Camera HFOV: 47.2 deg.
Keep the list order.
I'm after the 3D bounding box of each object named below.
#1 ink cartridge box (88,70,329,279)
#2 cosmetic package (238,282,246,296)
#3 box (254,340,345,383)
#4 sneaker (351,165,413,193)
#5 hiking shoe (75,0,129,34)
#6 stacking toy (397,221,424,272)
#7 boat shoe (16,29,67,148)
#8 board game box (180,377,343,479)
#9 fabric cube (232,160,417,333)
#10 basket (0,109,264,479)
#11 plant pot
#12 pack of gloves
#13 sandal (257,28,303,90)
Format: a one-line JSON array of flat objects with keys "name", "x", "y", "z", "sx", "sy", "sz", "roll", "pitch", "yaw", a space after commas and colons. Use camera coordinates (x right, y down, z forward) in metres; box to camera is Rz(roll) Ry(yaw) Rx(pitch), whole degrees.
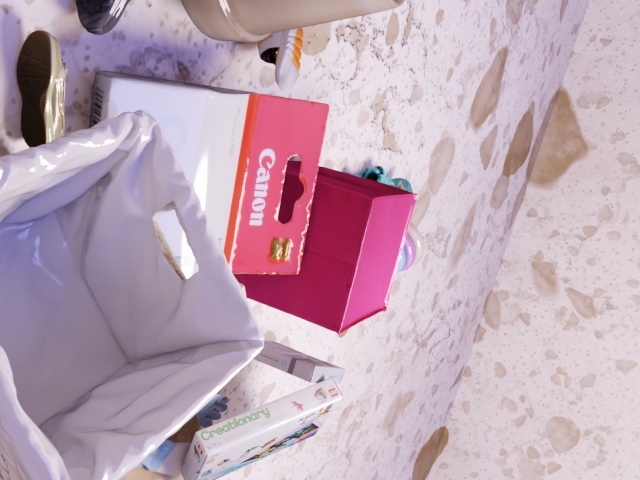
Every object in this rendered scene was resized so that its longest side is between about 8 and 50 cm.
[{"name": "ink cartridge box", "x": -0.159, "y": -0.074, "z": 1.112, "sx": 0.385, "sy": 0.091, "sz": 0.308, "roll": 2, "pitch": 108, "yaw": -30}, {"name": "cosmetic package", "x": -0.229, "y": 0.153, "z": 1.225, "sx": 0.184, "sy": 0.151, "sz": 0.151, "roll": -47, "pitch": 148, "yaw": -35}, {"name": "box", "x": -0.060, "y": 0.255, "z": 1.549, "sx": 0.145, "sy": 0.186, "sz": 0.038, "roll": 23, "pitch": 85, "yaw": -62}, {"name": "sneaker", "x": 0.145, "y": -0.125, "z": 1.761, "sx": 0.275, "sy": 0.107, "sz": 0.110, "roll": -19, "pitch": 114, "yaw": -55}, {"name": "hiking shoe", "x": -0.234, "y": -0.358, "z": 0.969, "sx": 0.114, "sy": 0.086, "sz": 0.227, "roll": 38, "pitch": 73, "yaw": -57}, {"name": "stacking toy", "x": 0.115, "y": 0.066, "z": 1.801, "sx": 0.330, "sy": 0.141, "sz": 0.141, "roll": -35, "pitch": 136, "yaw": -41}, {"name": "boat shoe", "x": -0.344, "y": -0.189, "z": 0.924, "sx": 0.048, "sy": 0.056, "sz": 0.153, "roll": -38, "pitch": 141, "yaw": -58}, {"name": "board game box", "x": -0.118, "y": 0.385, "z": 1.460, "sx": 0.305, "sy": 0.053, "sz": 0.193, "roll": -16, "pitch": 151, "yaw": -31}, {"name": "fabric cube", "x": 0.000, "y": 0.000, "z": 1.395, "sx": 0.254, "sy": 0.258, "sz": 0.259, "roll": -10, "pitch": 117, "yaw": -66}, {"name": "basket", "x": -0.299, "y": 0.077, "z": 0.827, "sx": 0.331, "sy": 0.266, "sz": 0.328, "roll": -37, "pitch": 105, "yaw": -49}, {"name": "plant pot", "x": -0.016, "y": -0.437, "z": 1.031, "sx": 0.323, "sy": 0.280, "sz": 0.323, "roll": 10, "pitch": 90, "yaw": -71}, {"name": "pack of gloves", "x": -0.282, "y": 0.354, "z": 1.398, "sx": 0.195, "sy": 0.046, "sz": 0.232, "roll": -51, "pitch": 151, "yaw": -3}, {"name": "sandal", "x": -0.071, "y": -0.378, "z": 1.265, "sx": 0.102, "sy": 0.076, "sz": 0.265, "roll": 67, "pitch": 28, "yaw": -70}]
